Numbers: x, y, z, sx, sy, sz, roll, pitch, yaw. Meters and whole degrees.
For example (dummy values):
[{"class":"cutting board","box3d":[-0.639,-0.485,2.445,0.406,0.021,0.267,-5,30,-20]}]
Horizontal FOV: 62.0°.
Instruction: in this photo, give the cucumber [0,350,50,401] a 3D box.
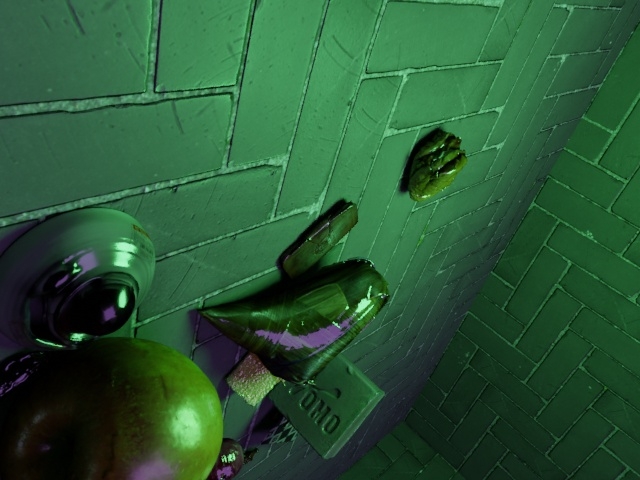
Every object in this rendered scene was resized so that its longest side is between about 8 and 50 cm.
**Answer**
[{"class":"cucumber","box3d":[-0.541,0.248,0.893,0.181,0.053,0.053,-40,151,-24]}]

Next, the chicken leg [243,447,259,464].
[{"class":"chicken leg","box3d":[-0.278,0.809,1.976,0.145,0.037,0.062,-20,162,-43]}]

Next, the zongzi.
[{"class":"zongzi","box3d":[-0.045,0.152,1.347,0.403,0.208,0.432,-42,137,0]}]

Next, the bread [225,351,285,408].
[{"class":"bread","box3d":[-0.194,0.384,1.556,0.147,0.127,0.152,-44,118,-8]}]

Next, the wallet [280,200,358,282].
[{"class":"wallet","box3d":[0.000,0.000,1.401,0.255,0.031,0.137,-42,155,-12]}]

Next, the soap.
[{"class":"soap","box3d":[0.017,0.516,1.777,0.285,0.296,0.107,-52,152,-1]}]

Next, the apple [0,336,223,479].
[{"class":"apple","box3d":[-0.379,0.364,1.009,0.384,0.374,0.374,-25,157,17]}]

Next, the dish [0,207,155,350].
[{"class":"dish","box3d":[-0.372,0.095,0.866,0.273,0.134,0.273,-34,148,-26]}]

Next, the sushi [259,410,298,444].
[{"class":"sushi","box3d":[-0.093,0.642,2.018,0.292,0.059,0.294,-50,152,-2]}]

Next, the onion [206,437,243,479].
[{"class":"onion","box3d":[-0.324,0.675,1.630,0.177,0.153,0.177,-44,169,-11]}]

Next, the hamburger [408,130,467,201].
[{"class":"hamburger","box3d":[0.346,-0.205,1.562,0.183,0.130,0.206,-32,150,-26]}]
